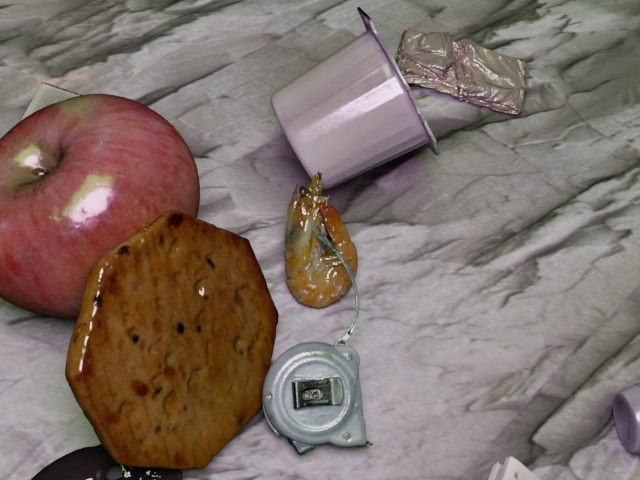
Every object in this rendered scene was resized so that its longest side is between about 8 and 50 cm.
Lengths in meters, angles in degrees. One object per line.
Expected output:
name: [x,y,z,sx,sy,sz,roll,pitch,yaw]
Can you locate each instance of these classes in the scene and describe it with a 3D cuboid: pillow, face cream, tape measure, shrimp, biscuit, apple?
pillow: [0.263,-0.318,1.580,0.248,0.049,0.135,16,58,-3]
face cream: [0.506,0.265,1.283,0.104,0.117,0.117,-6,64,-3]
tape measure: [-0.013,0.140,1.245,0.164,0.084,0.330,-6,85,-15]
shrimp: [0.000,0.000,1.338,0.115,0.051,0.217,-3,98,-13]
biscuit: [-0.187,0.136,1.159,0.046,0.359,0.359,3,54,39]
apple: [-0.335,-0.041,1.242,0.345,0.269,0.344,-12,52,16]

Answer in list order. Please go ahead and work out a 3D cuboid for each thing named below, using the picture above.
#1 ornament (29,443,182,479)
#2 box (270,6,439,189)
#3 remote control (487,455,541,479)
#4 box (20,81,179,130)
ornament: [-0.298,0.389,1.125,0.260,0.106,0.251,-13,73,-24]
box: [0.049,-0.204,1.408,0.206,0.291,0.262,-27,76,5]
remote control: [0.332,0.424,1.163,0.277,0.055,0.103,41,44,-5]
box: [-0.373,-0.171,1.423,0.247,0.033,0.129,19,63,1]
